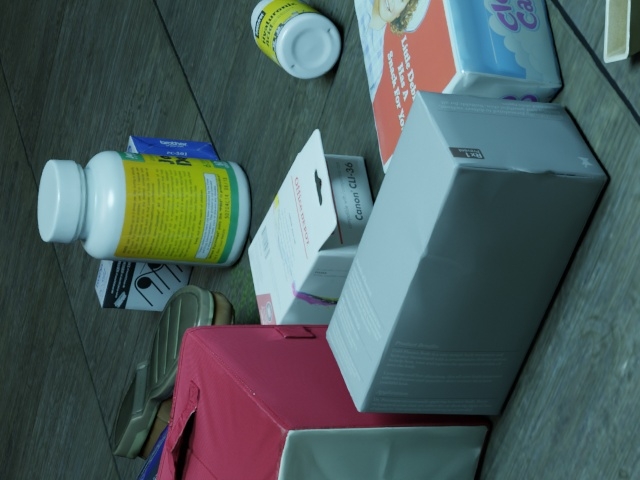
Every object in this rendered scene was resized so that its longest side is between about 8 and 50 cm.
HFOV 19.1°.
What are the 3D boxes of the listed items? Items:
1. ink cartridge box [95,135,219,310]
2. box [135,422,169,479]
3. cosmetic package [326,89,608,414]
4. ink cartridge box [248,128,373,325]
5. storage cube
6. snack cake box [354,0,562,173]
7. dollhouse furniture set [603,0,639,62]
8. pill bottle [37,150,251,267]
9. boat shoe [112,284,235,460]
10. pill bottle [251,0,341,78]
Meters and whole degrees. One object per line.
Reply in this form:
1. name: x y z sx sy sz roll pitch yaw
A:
1. ink cartridge box: -0.188 -0.016 2.170 0.046 0.097 0.207 -118 39 -53
2. box: -0.114 0.230 1.841 0.261 0.103 0.184 -52 11 54
3. cosmetic package: 0.103 0.014 1.409 0.107 0.127 0.238 -115 38 -50
4. ink cartridge box: 0.000 0.000 1.744 0.198 0.067 0.115 120 147 -50
5. storage cube: -0.002 0.187 1.536 0.193 0.215 0.183 39 122 56
6. snack cake box: 0.098 -0.197 1.507 0.152 0.089 0.264 130 138 -53
7. dollhouse furniture set: 0.192 -0.182 1.278 0.091 0.081 0.114 176 98 -68
8. pill bottle: -0.189 -0.034 2.027 0.117 0.208 0.117 -176 90 -68
9. boat shoe: -0.130 0.142 1.999 0.307 0.104 0.110 126 154 -56
10. pill bottle: -0.028 -0.201 1.851 0.116 0.065 0.065 -135 53 -63
